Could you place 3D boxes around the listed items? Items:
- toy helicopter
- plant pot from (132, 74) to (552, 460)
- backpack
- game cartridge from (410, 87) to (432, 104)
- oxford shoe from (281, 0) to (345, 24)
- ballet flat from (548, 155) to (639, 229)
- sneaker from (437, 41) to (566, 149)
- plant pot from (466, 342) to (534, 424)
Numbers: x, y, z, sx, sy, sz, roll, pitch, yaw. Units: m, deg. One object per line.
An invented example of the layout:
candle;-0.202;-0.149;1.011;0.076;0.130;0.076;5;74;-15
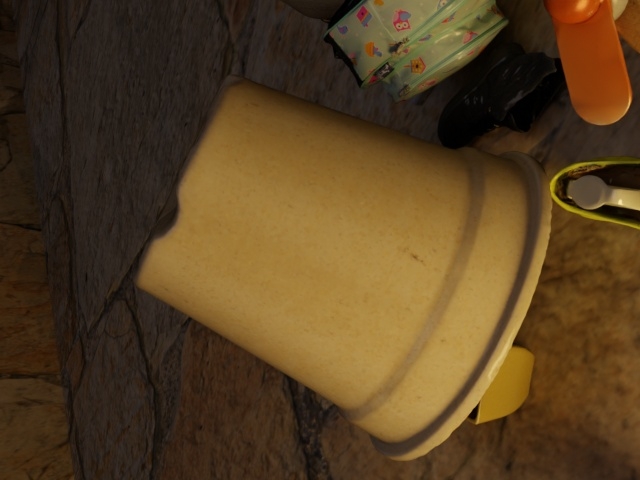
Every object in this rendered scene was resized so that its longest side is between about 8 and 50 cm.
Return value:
toy helicopter;0.255;-0.140;0.608;0.140;0.235;0.355;-41;55;50
plant pot;0.000;0.000;0.832;0.334;0.305;0.334;-60;12;22
backpack;0.115;-0.247;0.899;0.144;0.166;0.188;49;144;4
game cartridge;0.116;-0.215;1.050;0.056;0.017;0.083;-54;45;37
oxford shoe;0.067;-0.361;1.012;0.397;0.147;0.140;-24;67;55
ballet flat;0.284;-0.033;0.705;0.231;0.077;0.077;16;101;57
sneaker;0.188;-0.139;0.893;0.170;0.051;0.089;-55;39;36
plant pot;0.171;0.134;0.872;0.081;0.083;0.081;21;105;57
